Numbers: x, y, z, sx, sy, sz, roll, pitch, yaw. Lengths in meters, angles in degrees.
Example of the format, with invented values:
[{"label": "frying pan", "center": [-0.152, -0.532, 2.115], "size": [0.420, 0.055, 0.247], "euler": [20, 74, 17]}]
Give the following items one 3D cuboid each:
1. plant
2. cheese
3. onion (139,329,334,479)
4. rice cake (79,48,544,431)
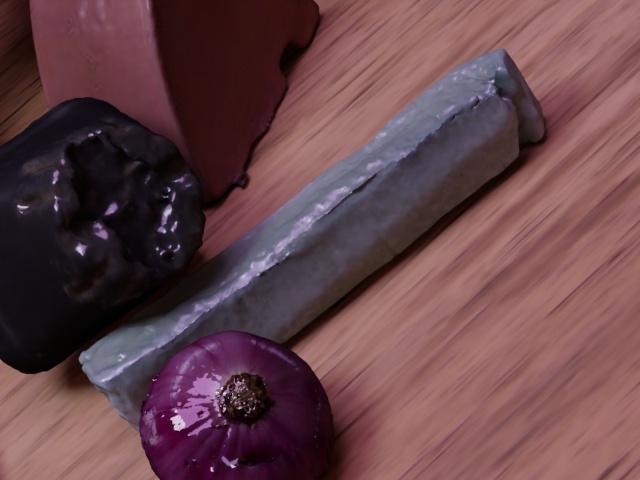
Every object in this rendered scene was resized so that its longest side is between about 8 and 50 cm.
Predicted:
[{"label": "plant", "center": [-0.164, -0.006, 1.299], "size": [0.164, 0.142, 0.256], "euler": [-38, 13, -22]}, {"label": "cheese", "center": [-0.114, -0.152, 1.412], "size": [0.128, 0.177, 0.203], "euler": [-1, 48, 35]}, {"label": "onion", "center": [-0.049, 0.111, 1.155], "size": [0.115, 0.115, 0.104], "euler": [-64, 2, -33]}, {"label": "rice cake", "center": [0.000, 0.000, 1.255], "size": [0.336, 0.066, 0.063], "euler": [-36, 37, -4]}]
